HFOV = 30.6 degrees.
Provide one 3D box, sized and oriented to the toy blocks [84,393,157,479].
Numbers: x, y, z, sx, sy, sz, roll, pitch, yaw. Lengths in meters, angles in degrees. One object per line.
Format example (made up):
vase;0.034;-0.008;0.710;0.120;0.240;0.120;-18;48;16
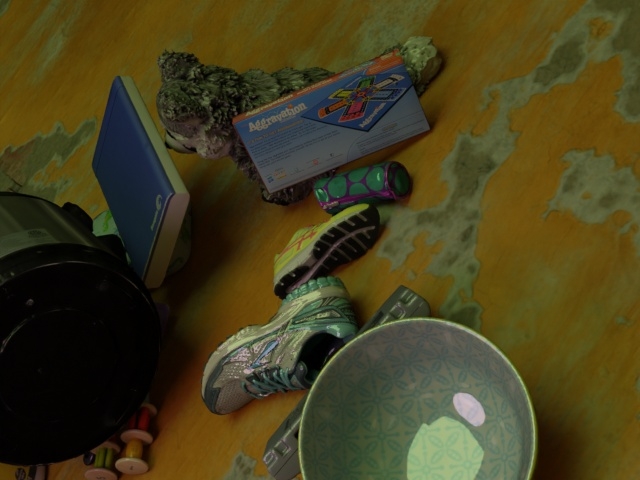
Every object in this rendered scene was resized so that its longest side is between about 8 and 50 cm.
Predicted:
toy blocks;-0.321;0.310;1.898;0.123;0.054;0.148;-22;47;30

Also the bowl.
bowl;0.132;0.251;1.412;0.289;0.156;0.289;-7;69;18

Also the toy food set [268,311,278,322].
toy food set;-0.042;0.104;1.801;0.122;0.019;0.078;-38;0;7

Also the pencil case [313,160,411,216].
pencil case;0.065;-0.081;1.838;0.152;0.064;0.070;-13;36;37

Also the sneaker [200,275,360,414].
sneaker;-0.061;0.177;1.721;0.283;0.110;0.122;-42;50;16

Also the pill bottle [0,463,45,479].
pill bottle;-0.637;0.358;1.935;0.188;0.334;0.188;-25;46;28

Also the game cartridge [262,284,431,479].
game cartridge;0.037;0.187;1.575;0.297;0.062;0.198;-50;-4;1

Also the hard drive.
hard drive;-0.315;-0.104;2.005;0.318;0.040;0.210;60;140;39

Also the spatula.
spatula;-0.334;0.242;1.984;0.084;0.030;0.296;6;64;47

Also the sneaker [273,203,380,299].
sneaker;0.000;0.000;1.823;0.208;0.081;0.094;-36;39;17

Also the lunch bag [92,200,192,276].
lunch bag;-0.333;0.004;2.130;0.219;0.090;0.176;-24;50;30

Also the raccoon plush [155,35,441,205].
raccoon plush;-0.064;-0.270;1.926;0.446;0.299;0.216;-43;39;8

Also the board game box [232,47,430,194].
board game box;0.018;-0.184;1.843;0.281;0.145;0.027;-21;33;8

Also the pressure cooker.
pressure cooker;-0.483;0.115;1.876;0.420;0.370;0.375;32;94;52
